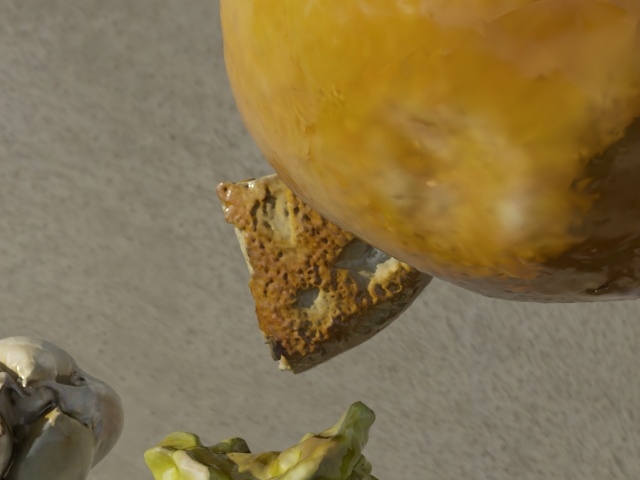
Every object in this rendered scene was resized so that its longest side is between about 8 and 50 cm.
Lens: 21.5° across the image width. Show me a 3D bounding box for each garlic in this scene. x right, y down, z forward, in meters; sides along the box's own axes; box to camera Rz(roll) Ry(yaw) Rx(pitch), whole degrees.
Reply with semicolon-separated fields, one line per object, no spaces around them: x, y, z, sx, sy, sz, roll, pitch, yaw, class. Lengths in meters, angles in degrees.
-0.347;0.189;1.811;0.281;0.203;0.185;3;55;-18;garlic

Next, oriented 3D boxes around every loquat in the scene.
0.114;-0.124;0.777;0.328;0.328;0.328;-4;75;14;loquat

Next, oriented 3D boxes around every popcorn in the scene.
-0.015;0.109;0.606;0.097;0.109;0.089;7;56;-21;popcorn

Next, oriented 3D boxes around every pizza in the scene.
0.000;0.000;1.149;0.161;0.062;0.182;29;104;-12;pizza
